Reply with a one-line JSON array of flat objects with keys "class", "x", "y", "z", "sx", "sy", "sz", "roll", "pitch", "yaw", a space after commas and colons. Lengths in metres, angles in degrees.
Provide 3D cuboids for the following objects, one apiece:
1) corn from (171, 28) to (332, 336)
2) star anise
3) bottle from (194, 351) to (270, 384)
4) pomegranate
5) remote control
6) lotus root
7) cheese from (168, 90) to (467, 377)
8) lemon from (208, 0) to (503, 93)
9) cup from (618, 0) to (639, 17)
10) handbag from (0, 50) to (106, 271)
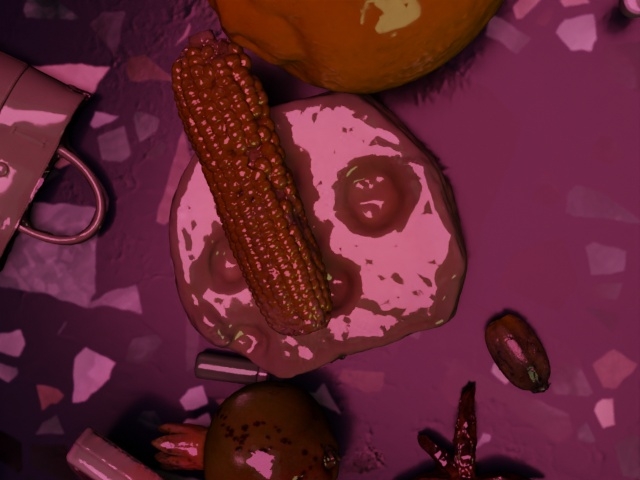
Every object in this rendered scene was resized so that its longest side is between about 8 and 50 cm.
[{"class": "corn", "x": -0.068, "y": -0.056, "z": 1.125, "sx": 0.097, "sy": 0.097, "sz": 0.319, "roll": -20, "pitch": 90, "yaw": 9}, {"class": "star anise", "x": 0.148, "y": 0.260, "z": 1.208, "sx": 0.140, "sy": 0.144, "sz": 0.158, "roll": 46, "pitch": 100, "yaw": 11}, {"class": "bottle", "x": -0.099, "y": 0.145, "z": 1.286, "sx": 0.083, "sy": 0.030, "sz": 0.030, "roll": 7, "pitch": 95, "yaw": 6}, {"class": "pomegranate", "x": -0.077, "y": 0.230, "z": 1.226, "sx": 0.205, "sy": 0.159, "sz": 0.159, "roll": 4, "pitch": 95, "yaw": 11}, {"class": "remote control", "x": -0.125, "y": 0.320, "z": 1.238, "sx": 0.344, "sy": 0.145, "sz": 0.050, "roll": 33, "pitch": 70, "yaw": 8}, {"class": "lotus root", "x": 0.216, "y": 0.126, "z": 1.232, "sx": 0.054, "sy": 0.049, "sz": 0.099, "roll": -33, "pitch": 95, "yaw": 7}, {"class": "cheese", "x": 0.000, "y": 0.000, "z": 1.219, "sx": 0.326, "sy": 0.115, "sz": 0.318, "roll": 33, "pitch": 97, "yaw": 5}, {"class": "lemon", "x": 0.036, "y": -0.309, "z": 1.091, "sx": 0.348, "sy": 0.348, "sz": 0.347, "roll": 1, "pitch": 94, "yaw": 8}, {"class": "cup", "x": 0.353, "y": -0.365, "z": 1.115, "sx": 0.168, "sy": 0.173, "sz": 0.299, "roll": 16, "pitch": 96, "yaw": 5}, {"class": "handbag", "x": -0.385, "y": -0.099, "z": 1.299, "sx": 0.315, "sy": 0.109, "sz": 0.241, "roll": 27, "pitch": 99, "yaw": -8}]
